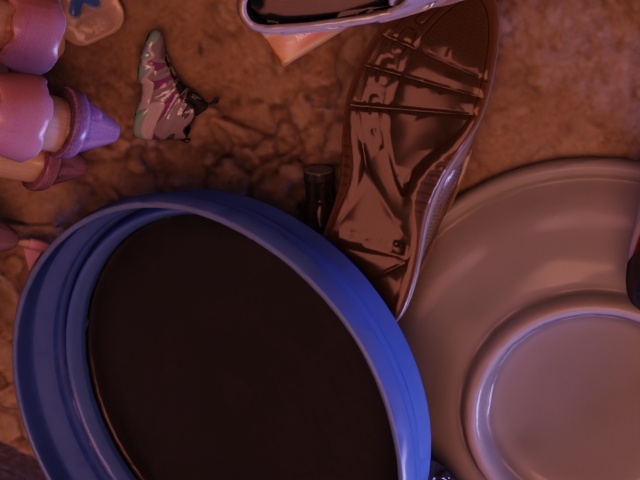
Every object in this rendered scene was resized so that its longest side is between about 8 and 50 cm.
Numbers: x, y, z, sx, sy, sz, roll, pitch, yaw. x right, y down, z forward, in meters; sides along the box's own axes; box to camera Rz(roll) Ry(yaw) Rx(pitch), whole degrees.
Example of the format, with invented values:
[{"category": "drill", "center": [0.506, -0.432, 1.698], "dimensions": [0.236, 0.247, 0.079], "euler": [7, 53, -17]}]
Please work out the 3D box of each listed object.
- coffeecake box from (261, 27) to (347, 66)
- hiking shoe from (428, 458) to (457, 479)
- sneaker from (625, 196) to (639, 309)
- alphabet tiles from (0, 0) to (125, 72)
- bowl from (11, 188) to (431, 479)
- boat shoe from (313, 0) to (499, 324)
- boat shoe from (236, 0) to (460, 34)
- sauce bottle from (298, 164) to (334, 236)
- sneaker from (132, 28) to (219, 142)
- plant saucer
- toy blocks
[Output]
[{"category": "coffeecake box", "center": [-0.018, -0.256, 1.483], "dimensions": [0.142, 0.068, 0.185], "euler": [-30, 105, 13]}, {"category": "hiking shoe", "center": [0.073, 0.267, 1.630], "dimensions": [0.114, 0.086, 0.227], "euler": [18, 137, 36]}, {"category": "sneaker", "center": [0.303, -0.081, 1.485], "dimensions": [0.090, 0.145, 0.270], "euler": [9, 119, -6]}, {"category": "alphabet tiles", "center": [-0.292, -0.264, 1.529], "dimensions": [0.284, 0.021, 0.278], "euler": [-24, 109, 13]}, {"category": "bowl", "center": [-0.082, 0.139, 1.554], "dimensions": [0.391, 0.077, 0.391], "euler": [14, 118, 29]}, {"category": "boat shoe", "center": [0.071, -0.071, 1.533], "dimensions": [0.109, 0.098, 0.302], "euler": [17, 99, 8]}, {"category": "boat shoe", "center": [0.060, -0.205, 1.415], "dimensions": [0.258, 0.084, 0.095], "euler": [-20, 107, 9]}, {"category": "sauce bottle", "center": [0.000, 0.000, 1.593], "dimensions": [0.042, 0.042, 0.128], "euler": [-2, 110, 6]}, {"category": "sneaker", "center": [-0.118, -0.127, 1.560], "dimensions": [0.069, 0.038, 0.098], "euler": [8, 121, 0]}, {"category": "plant saucer", "center": [0.228, 0.131, 1.592], "dimensions": [0.400, 0.100, 0.401], "euler": [2, 111, 5]}, {"category": "toy blocks", "center": [-0.293, -0.102, 1.497], "dimensions": [0.260, 0.309, 0.289], "euler": [9, 131, -35]}]
